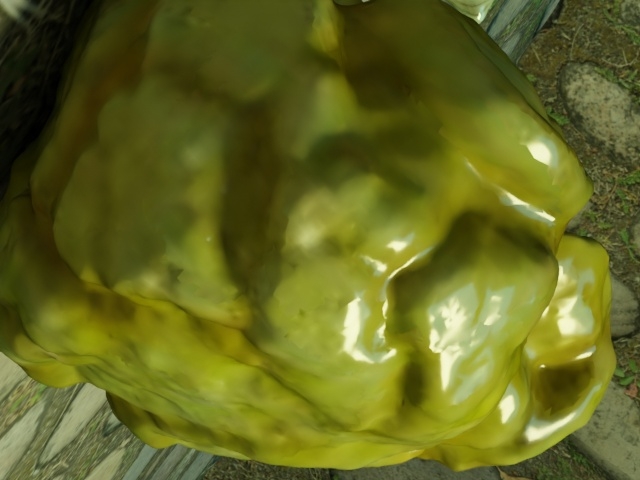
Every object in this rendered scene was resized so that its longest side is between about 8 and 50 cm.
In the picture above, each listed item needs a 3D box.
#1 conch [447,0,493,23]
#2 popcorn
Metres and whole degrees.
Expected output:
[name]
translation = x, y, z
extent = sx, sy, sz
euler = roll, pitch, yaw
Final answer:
[conch]
translation = 0.077, -0.224, 1.053
extent = 0.114, 0.234, 0.137
euler = -27, 133, -15
[popcorn]
translation = -0.010, 0.009, 0.814
extent = 0.293, 0.292, 0.334
euler = -43, 163, 9
